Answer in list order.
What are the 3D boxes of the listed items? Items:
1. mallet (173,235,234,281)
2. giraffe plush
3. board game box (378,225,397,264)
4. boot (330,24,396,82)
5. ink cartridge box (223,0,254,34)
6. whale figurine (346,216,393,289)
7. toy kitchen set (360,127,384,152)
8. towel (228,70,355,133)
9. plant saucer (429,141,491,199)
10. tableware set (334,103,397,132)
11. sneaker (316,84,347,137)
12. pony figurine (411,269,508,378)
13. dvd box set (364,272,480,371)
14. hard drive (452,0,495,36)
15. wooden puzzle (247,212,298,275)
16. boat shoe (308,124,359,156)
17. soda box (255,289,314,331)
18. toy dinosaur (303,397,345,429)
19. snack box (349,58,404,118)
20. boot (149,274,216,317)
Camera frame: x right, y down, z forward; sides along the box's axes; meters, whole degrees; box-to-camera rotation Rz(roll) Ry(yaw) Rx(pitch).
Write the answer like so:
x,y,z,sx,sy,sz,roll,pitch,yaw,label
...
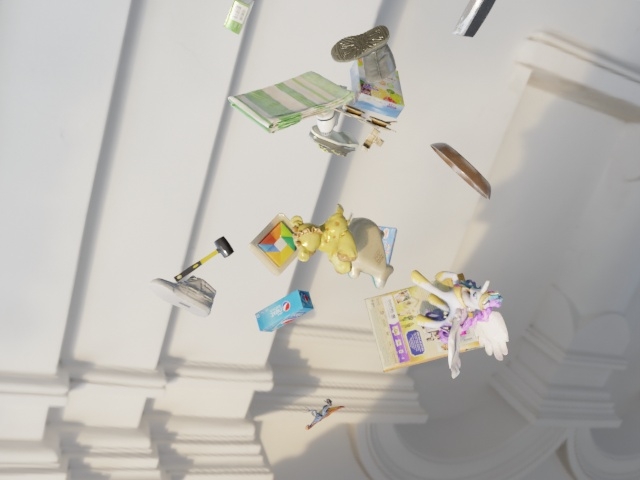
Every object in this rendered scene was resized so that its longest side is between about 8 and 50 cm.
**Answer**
x,y,z,sx,sy,sz,roll,pitch,yaw,label
-0.337,0.067,1.680,0.062,0.190,0.039,49,168,-5,mallet
0.000,0.000,1.672,0.171,0.210,0.181,-10,-138,-17,giraffe plush
0.206,0.012,2.445,0.212,0.160,0.039,8,162,23,board game box
0.132,-0.532,1.703,0.190,0.076,0.208,-17,170,4,boot
-0.295,-0.833,2.110,0.062,0.109,0.209,23,-155,-13,ink cartridge box
0.141,0.045,1.958,0.141,0.216,0.272,0,138,47,whale figurine
0.213,-0.389,2.291,0.068,0.083,0.075,33,-154,-4,toy kitchen set
-0.089,-0.438,1.779,0.325,0.038,0.248,-28,-134,-27,towel
0.545,-0.275,2.202,0.311,0.050,0.310,42,-168,-11,plant saucer
0.152,-0.406,1.872,0.194,0.039,0.128,31,-159,30,tableware set
0.038,-0.457,2.002,0.090,0.094,0.235,7,-133,21,sneaker
0.504,0.277,2.092,0.303,0.350,0.364,-18,-162,-32,pony figurine
0.415,0.328,2.316,0.421,0.307,0.062,-16,155,4,dvd box set
0.665,-0.975,2.423,0.054,0.254,0.172,40,-148,19,hard drive
-0.199,0.021,2.788,0.221,0.238,0.044,48,168,-21,wooden puzzle
0.046,-0.405,2.388,0.305,0.091,0.109,0,-131,-54,boat shoe
-0.128,0.250,2.029,0.067,0.210,0.071,16,-131,-52,soda box
0.001,0.412,1.346,0.090,0.082,0.047,23,-179,4,toy dinosaur
0.201,-0.550,2.072,0.175,0.070,0.207,12,-130,-20,snack box
-0.516,0.182,2.181,0.258,0.095,0.123,36,-131,-28,boot
